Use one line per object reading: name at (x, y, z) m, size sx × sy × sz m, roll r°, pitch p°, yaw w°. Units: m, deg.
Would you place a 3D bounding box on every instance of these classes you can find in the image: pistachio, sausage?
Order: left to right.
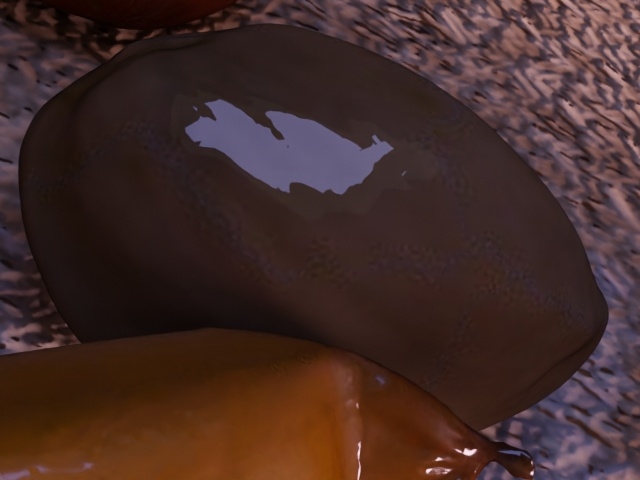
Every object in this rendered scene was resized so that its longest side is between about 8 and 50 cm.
sausage at (-0.078, 0.089, 0.557) m, size 0.328 × 0.112 × 0.112 m, roll -7°, pitch 54°, yaw -29°
pistachio at (0.000, 0.000, 0.668) m, size 0.238 × 0.153 × 0.138 m, roll 14°, pitch 6°, yaw -19°

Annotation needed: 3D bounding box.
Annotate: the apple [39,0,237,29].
apple at (-0.079, -0.175, 0.780) m, size 0.163 × 0.139 × 0.163 m, roll 14°, pitch 48°, yaw -16°
